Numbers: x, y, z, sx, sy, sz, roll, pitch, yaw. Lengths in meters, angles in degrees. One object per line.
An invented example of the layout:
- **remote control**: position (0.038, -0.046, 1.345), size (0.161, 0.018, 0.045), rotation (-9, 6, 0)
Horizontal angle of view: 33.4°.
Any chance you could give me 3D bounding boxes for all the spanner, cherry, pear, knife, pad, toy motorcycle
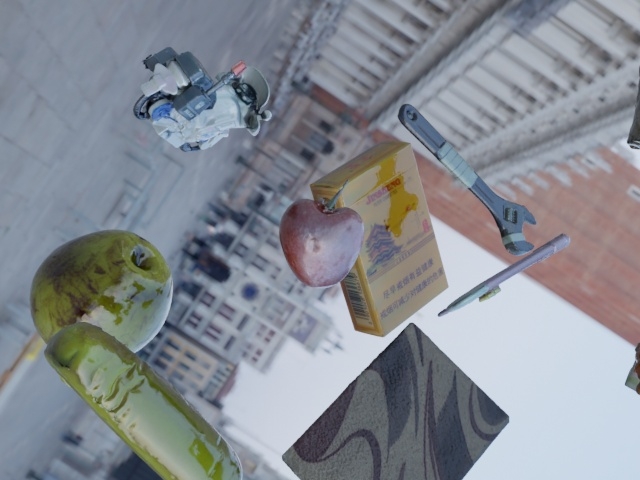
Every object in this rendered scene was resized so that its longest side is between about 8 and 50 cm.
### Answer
- **spanner**: position (0.235, -0.102, 1.677), size (0.024, 0.316, 0.087), rotation (-27, -157, 52)
- **cherry**: position (0.004, 0.002, 1.333), size (0.106, 0.126, 0.087), rotation (-10, -161, 10)
- **pear**: position (-0.430, 0.106, 2.102), size (0.283, 0.284, 0.283), rotation (-56, -175, 7)
- **knife**: position (0.399, 0.070, 2.225), size (0.399, 0.038, 0.132), rotation (-27, 175, -37)
- **pad**: position (0.121, 0.288, 1.567), size (0.330, 0.220, 0.004), rotation (-42, 173, -35)
- **toy motorcycle**: position (-0.145, -0.177, 1.341), size (0.150, 0.102, 0.221), rotation (-33, 163, 7)

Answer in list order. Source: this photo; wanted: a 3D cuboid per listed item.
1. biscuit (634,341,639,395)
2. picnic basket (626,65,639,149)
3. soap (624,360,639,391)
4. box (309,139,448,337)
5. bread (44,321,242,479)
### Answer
- **biscuit**: position (0.797, 0.174, 2.202), size (0.312, 0.110, 0.318), rotation (-36, -164, 38)
- **picnic basket**: position (0.400, -0.171, 1.094), size (0.128, 0.138, 0.178), rotation (176, -78, -80)
- **soap**: position (0.841, 0.295, 2.487), size (0.138, 0.199, 0.182), rotation (-9, 124, -60)
- **box**: position (0.101, -0.004, 1.738), size (0.174, 0.274, 0.076), rotation (-34, -152, -35)
- **bread**: position (-0.263, 0.267, 1.639), size (0.112, 0.383, 0.166), rotation (-47, -162, -16)
